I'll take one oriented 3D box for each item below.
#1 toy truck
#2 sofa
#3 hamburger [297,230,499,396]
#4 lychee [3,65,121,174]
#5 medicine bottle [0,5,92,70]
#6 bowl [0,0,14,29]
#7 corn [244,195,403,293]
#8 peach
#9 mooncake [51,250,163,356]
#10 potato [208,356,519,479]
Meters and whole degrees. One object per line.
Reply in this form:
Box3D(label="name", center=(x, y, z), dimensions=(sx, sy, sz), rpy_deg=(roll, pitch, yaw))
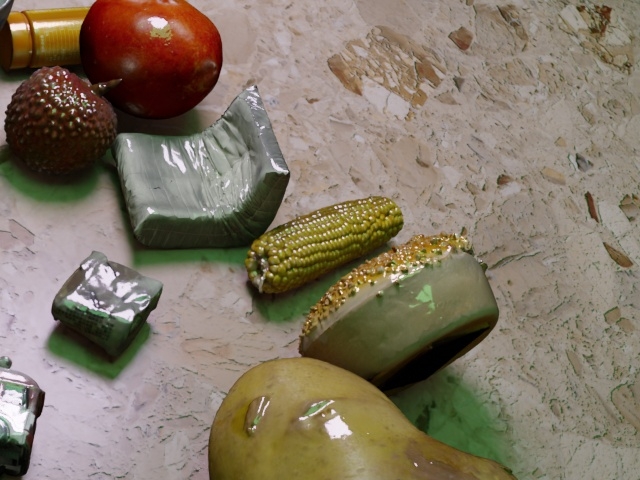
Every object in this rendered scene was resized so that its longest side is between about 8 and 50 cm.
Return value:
Box3D(label="toy truck", center=(-0.477, 0.202, 1.442), dimensions=(0.270, 0.114, 0.135), rpy_deg=(13, 50, -9))
Box3D(label="sofa", center=(-0.186, -0.110, 1.811), dimensions=(0.225, 0.176, 0.210), rpy_deg=(0, 49, -24))
Box3D(label="hamburger", center=(0.104, 0.105, 1.666), dimensions=(0.302, 0.302, 0.170), rpy_deg=(-17, 69, -35))
Box3D(label="lychee", center=(-0.384, -0.188, 1.801), dimensions=(0.165, 0.197, 0.165), rpy_deg=(43, 4, -4))
Box3D(label="medicine bottle", center=(-0.433, -0.337, 1.974), dimensions=(0.192, 0.096, 0.096), rpy_deg=(-12, 55, -31))
Box3D(label="bowl", center=(-0.608, -0.358, 1.865), dimensions=(0.313, 0.146, 0.313), rpy_deg=(0, 48, 0))
Box3D(label="corn", center=(0.000, 0.000, 1.844), dimensions=(0.310, 0.101, 0.101), rpy_deg=(-27, 63, -39))
Box3D(label="peach", center=(-0.261, -0.294, 1.893), dimensions=(0.243, 0.199, 0.243), rpy_deg=(17, 22, -7))
Box3D(label="mooncake", center=(-0.299, 0.088, 1.649), dimensions=(0.125, 0.073, 0.130), rpy_deg=(27, 42, 6))
Box3D(label="potato", center=(0.055, 0.268, 1.470), dimensions=(0.397, 0.290, 0.296), rpy_deg=(-11, 46, 4))
